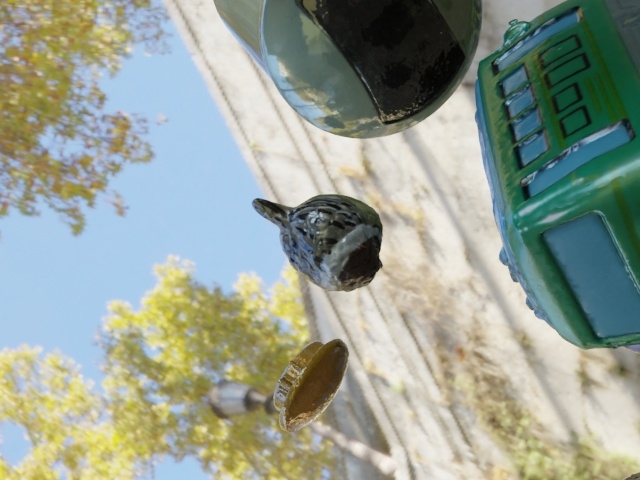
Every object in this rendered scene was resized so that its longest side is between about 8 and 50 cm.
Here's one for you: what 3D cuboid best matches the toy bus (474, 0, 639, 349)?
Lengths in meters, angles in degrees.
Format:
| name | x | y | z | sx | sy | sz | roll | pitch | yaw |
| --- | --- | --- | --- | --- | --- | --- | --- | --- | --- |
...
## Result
| name | x | y | z | sx | sy | sz | roll | pitch | yaw |
| --- | --- | --- | --- | --- | --- | --- | --- | --- | --- |
| toy bus | 0.243 | -0.071 | 0.931 | 0.183 | 0.199 | 0.343 | 55 | -159 | -29 |

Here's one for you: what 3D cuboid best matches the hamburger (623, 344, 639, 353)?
| name | x | y | z | sx | sy | sz | roll | pitch | yaw |
| --- | --- | --- | --- | --- | --- | --- | --- | --- | --- |
| hamburger | 0.561 | 0.026 | 1.661 | 0.250 | 0.330 | 0.330 | 1 | -79 | -51 |

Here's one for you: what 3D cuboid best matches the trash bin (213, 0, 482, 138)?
| name | x | y | z | sx | sy | sz | roll | pitch | yaw |
| --- | --- | --- | --- | --- | --- | --- | --- | --- | --- |
| trash bin | 0.019 | -0.311 | 1.415 | 0.280 | 0.432 | 0.280 | -8 | -65 | -17 |

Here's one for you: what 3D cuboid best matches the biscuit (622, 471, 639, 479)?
| name | x | y | z | sx | sy | sz | roll | pitch | yaw |
| --- | --- | --- | --- | --- | --- | --- | --- | --- | --- |
| biscuit | 0.419 | 0.256 | 1.122 | 0.232 | 0.237 | 0.013 | -18 | -91 | -68 |

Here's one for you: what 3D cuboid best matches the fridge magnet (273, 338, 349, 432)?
| name | x | y | z | sx | sy | sz | roll | pitch | yaw |
| --- | --- | --- | --- | --- | --- | --- | --- | --- | --- |
| fridge magnet | -0.013 | 0.191 | 1.446 | 0.143 | 0.063 | 0.143 | -48 | -23 | -28 |

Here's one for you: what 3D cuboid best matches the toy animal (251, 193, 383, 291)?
| name | x | y | z | sx | sy | sz | roll | pitch | yaw |
| --- | --- | --- | --- | --- | --- | --- | --- | --- | --- |
| toy animal | 0.000 | 0.000 | 1.059 | 0.137 | 0.098 | 0.098 | 16 | -89 | -23 |
